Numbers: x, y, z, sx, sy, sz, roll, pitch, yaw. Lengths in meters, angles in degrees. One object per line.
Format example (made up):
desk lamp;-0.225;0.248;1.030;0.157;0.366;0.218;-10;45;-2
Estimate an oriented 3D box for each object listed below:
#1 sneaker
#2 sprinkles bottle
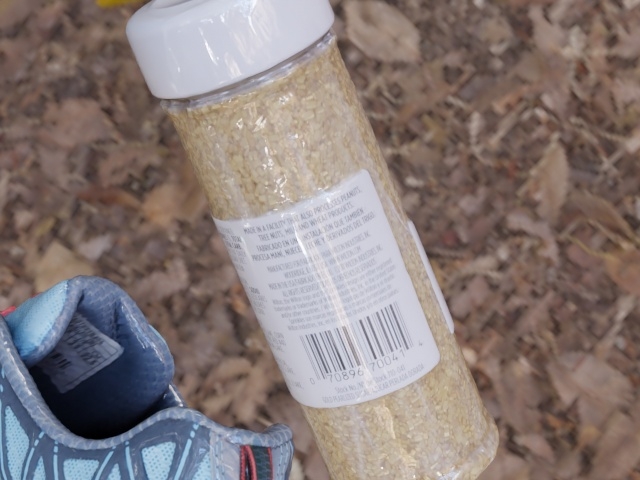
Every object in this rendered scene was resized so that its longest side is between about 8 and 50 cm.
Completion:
sneaker;-0.095;0.070;0.565;0.262;0.104;0.125;20;93;44
sprinkles bottle;0.000;0.000;1.027;0.121;0.355;0.121;-20;19;7
